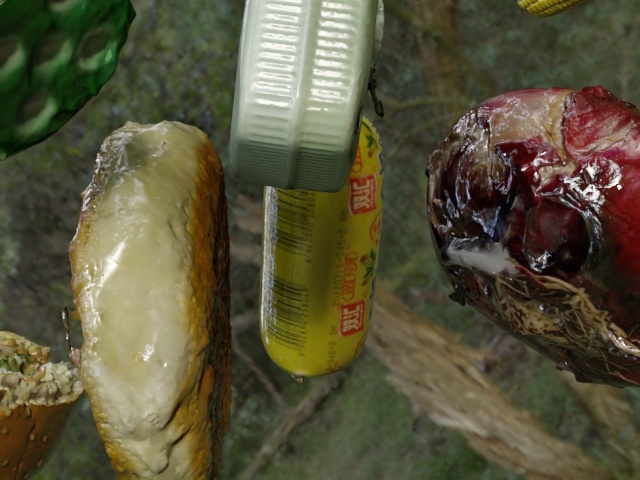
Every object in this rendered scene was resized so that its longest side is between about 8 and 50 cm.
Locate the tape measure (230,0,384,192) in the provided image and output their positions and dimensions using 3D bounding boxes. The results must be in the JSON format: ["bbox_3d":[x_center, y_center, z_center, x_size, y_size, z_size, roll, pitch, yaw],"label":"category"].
[{"bbox_3d":[-0.001,-0.157,0.908,0.207,0.115,0.235,95,-178,-76],"label":"tape measure"}]

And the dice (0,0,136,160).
[{"bbox_3d":[-0.193,-0.131,0.682,0.131,0.128,0.120,-51,-24,-15],"label":"dice"}]

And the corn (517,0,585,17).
[{"bbox_3d":[0.289,-0.298,1.281,0.206,0.067,0.067,-25,28,52],"label":"corn"}]

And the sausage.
[{"bbox_3d":[0.000,0.000,1.234,0.123,0.123,0.347,-72,-11,-60],"label":"sausage"}]

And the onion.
[{"bbox_3d":[0.237,-0.010,1.077,0.232,0.314,0.314,-47,9,-26],"label":"onion"}]

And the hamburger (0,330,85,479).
[{"bbox_3d":[-0.329,0.178,1.155,0.283,0.144,0.156,11,-82,-70],"label":"hamburger"}]

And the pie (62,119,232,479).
[{"bbox_3d":[-0.113,0.062,0.920,0.315,0.093,0.315,-3,-90,-87],"label":"pie"}]
